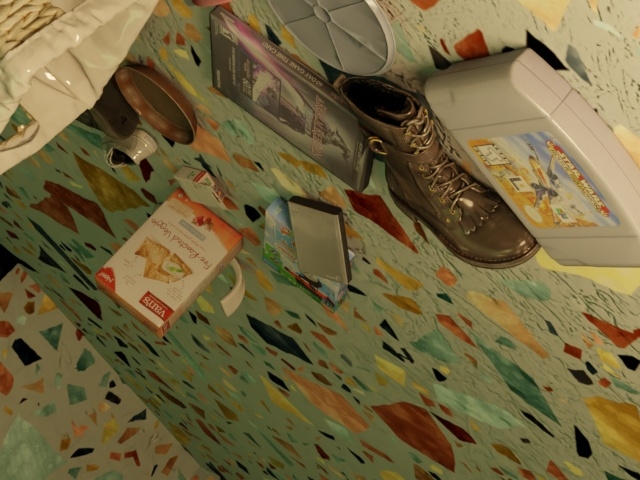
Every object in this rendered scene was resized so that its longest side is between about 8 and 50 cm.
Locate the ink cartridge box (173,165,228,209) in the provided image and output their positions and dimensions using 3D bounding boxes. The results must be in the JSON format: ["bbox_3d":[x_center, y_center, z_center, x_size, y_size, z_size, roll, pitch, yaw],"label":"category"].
[{"bbox_3d":[-0.200,-0.091,2.346,0.115,0.029,0.063,15,147,48],"label":"ink cartridge box"}]

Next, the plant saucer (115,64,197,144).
[{"bbox_3d":[-0.258,-0.223,2.178,0.168,0.029,0.168,34,158,16],"label":"plant saucer"}]

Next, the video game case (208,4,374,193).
[{"bbox_3d":[-0.040,-0.190,1.861,0.274,0.026,0.196,37,160,13],"label":"video game case"}]

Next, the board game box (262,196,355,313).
[{"bbox_3d":[-0.023,0.027,2.257,0.160,0.039,0.211,37,158,12],"label":"board game box"}]

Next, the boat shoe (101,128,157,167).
[{"bbox_3d":[-0.355,-0.159,2.433,0.184,0.063,0.066,12,145,53],"label":"boat shoe"}]

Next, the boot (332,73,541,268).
[{"bbox_3d":[0.137,-0.085,1.636,0.263,0.091,0.229,29,163,34],"label":"boot"}]

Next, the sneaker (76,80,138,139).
[{"bbox_3d":[-0.409,-0.264,2.280,0.130,0.087,0.227,17,155,36],"label":"sneaker"}]

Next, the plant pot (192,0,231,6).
[{"bbox_3d":[-0.073,-0.356,1.365,0.201,0.201,0.180,9,128,55],"label":"plant pot"}]

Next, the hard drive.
[{"bbox_3d":[0.000,0.000,2.112,0.094,0.022,0.135,17,133,31],"label":"hard drive"}]

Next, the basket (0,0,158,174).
[{"bbox_3d":[-0.430,-0.287,1.818,0.266,0.328,0.331,44,136,-1],"label":"basket"}]

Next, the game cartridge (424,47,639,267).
[{"bbox_3d":[0.260,-0.082,1.508,0.297,0.062,0.198,49,163,-19],"label":"game cartridge"}]

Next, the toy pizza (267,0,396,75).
[{"bbox_3d":[0.011,-0.274,1.585,0.201,0.032,0.201,34,158,16],"label":"toy pizza"}]

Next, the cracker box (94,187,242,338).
[{"bbox_3d":[-0.272,0.039,2.446,0.156,0.232,0.067,37,160,11],"label":"cracker box"}]

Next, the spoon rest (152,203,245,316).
[{"bbox_3d":[-0.232,0.027,2.603,0.276,0.084,0.137,45,163,30],"label":"spoon rest"}]
